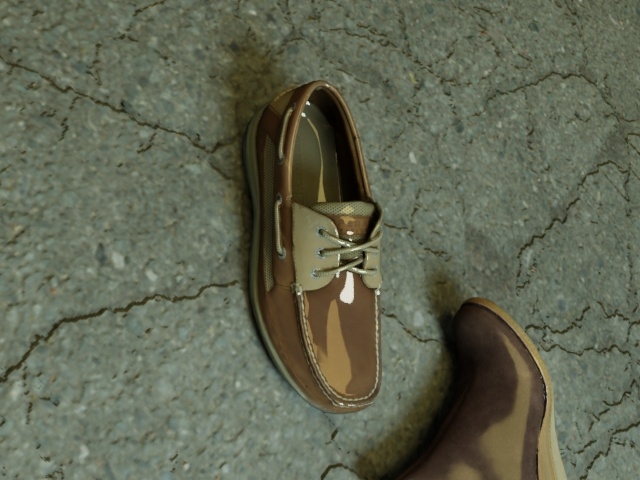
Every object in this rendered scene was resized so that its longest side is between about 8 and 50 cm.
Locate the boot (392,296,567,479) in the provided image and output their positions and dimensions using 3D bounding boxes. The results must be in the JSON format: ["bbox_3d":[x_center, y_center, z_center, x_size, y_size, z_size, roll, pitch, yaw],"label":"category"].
[{"bbox_3d":[0.142,0.197,0.715,0.207,0.090,0.248,-19,87,-34],"label":"boot"}]

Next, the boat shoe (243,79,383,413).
[{"bbox_3d":[0.000,0.000,0.687,0.123,0.116,0.324,-7,77,-30],"label":"boat shoe"}]
